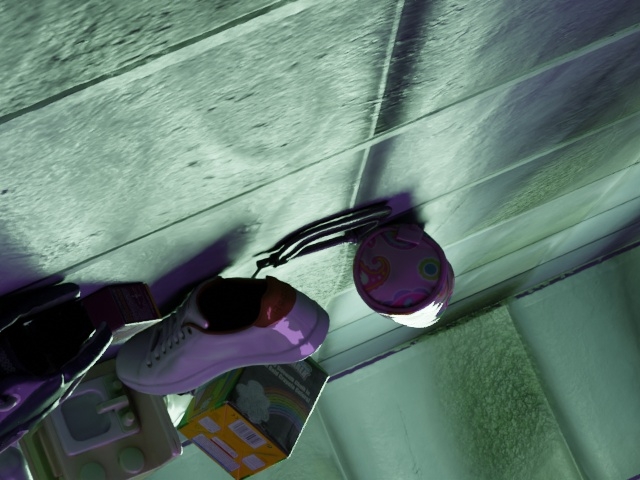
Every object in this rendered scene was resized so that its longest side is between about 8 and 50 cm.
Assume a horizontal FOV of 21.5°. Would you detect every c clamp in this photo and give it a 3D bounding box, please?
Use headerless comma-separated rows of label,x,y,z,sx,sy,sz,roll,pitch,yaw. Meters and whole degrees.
c clamp,0.000,0.000,1.881,0.160,0.022,0.137,-19,165,-25

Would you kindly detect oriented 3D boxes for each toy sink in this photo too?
toy sink,-0.292,0.246,2.129,0.131,0.153,0.234,-19,171,-29

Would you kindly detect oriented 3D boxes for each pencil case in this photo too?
pencil case,0.109,0.045,2.145,0.124,0.124,0.284,-25,172,5

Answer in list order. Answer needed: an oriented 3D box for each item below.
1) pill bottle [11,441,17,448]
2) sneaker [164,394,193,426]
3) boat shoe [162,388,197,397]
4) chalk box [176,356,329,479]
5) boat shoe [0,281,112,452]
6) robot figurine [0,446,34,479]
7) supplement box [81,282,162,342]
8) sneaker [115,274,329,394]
pill bottle,-0.435,0.252,2.014,0.078,0.078,0.137,-31,169,37
sneaker,-0.261,0.244,2.429,0.232,0.090,0.115,-17,165,-46
boat shoe,-0.204,0.199,2.367,0.206,0.065,0.075,-19,167,-41
chalk box,-0.089,0.217,2.447,0.132,0.132,0.213,-32,-159,43
boat shoe,-0.333,0.146,1.474,0.340,0.127,0.158,-38,177,-40
robot figurine,-0.427,0.321,1.734,0.300,0.353,0.200,-28,-148,-12
supplement box,-0.204,0.074,1.674,0.055,0.043,0.083,-27,172,19
sneaker,-0.137,0.091,1.899,0.290,0.106,0.123,-17,136,32
